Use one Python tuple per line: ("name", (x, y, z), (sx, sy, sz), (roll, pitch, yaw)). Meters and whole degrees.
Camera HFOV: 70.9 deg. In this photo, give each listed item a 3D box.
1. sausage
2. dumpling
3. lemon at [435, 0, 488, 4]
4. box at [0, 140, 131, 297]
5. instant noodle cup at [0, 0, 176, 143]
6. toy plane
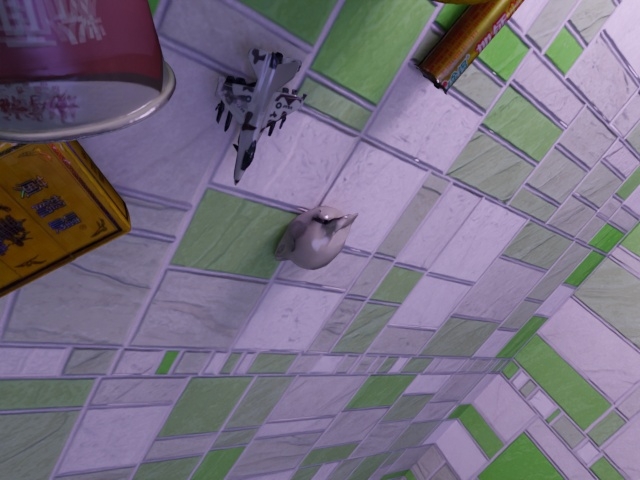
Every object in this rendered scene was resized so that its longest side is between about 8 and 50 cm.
("sausage", (0.312, -0.419, 0.760), (0.371, 0.082, 0.082), (-49, 136, 12))
("dumpling", (0.000, -0.001, 0.911), (0.176, 0.092, 0.150), (-55, 148, 12))
("lemon", (0.179, -0.425, 0.532), (0.321, 0.268, 0.268), (-12, 136, -55))
("box", (-0.442, -0.028, 0.596), (0.301, 0.084, 0.193), (-29, 137, -9))
("instant noodle cup", (-0.267, -0.226, 0.420), (0.234, 0.235, 0.178), (-16, 139, -22))
("toy plane", (-0.102, -0.194, 0.692), (0.160, 0.082, 0.234), (-5, 144, -42))
